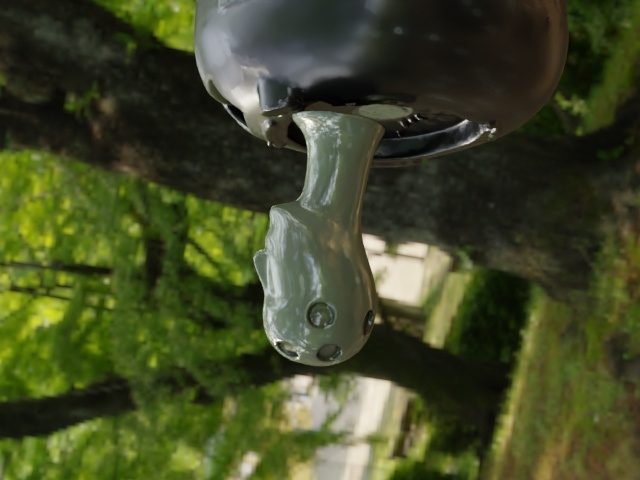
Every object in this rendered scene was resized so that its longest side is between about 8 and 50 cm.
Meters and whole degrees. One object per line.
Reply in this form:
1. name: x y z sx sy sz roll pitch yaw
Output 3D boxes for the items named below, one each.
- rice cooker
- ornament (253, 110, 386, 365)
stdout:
1. rice cooker: 0.037 -0.177 0.873 0.267 0.267 0.224 133 140 -75
2. ornament: 0.000 0.000 0.793 0.075 0.081 0.156 168 110 -79
